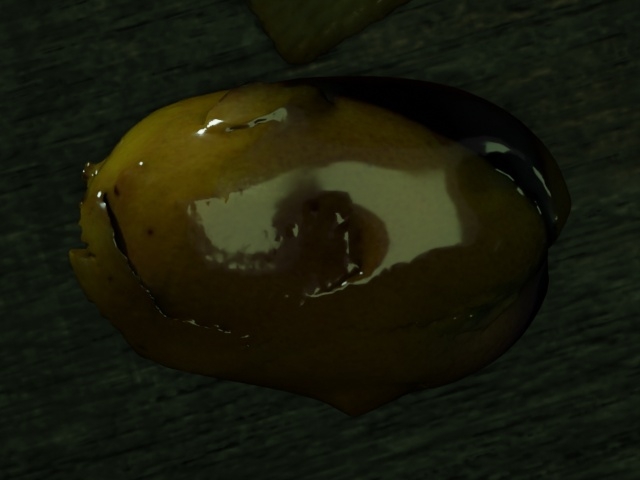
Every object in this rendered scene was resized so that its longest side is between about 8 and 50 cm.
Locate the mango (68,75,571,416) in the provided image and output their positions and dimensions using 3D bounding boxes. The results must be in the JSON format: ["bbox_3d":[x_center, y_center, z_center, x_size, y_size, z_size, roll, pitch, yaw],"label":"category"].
[{"bbox_3d":[0.000,0.000,1.059,0.287,0.152,0.201,9,91,-2],"label":"mango"}]

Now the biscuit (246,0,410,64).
[{"bbox_3d":[0.049,-0.229,1.060,0.254,0.029,0.172,-31,127,3],"label":"biscuit"}]
